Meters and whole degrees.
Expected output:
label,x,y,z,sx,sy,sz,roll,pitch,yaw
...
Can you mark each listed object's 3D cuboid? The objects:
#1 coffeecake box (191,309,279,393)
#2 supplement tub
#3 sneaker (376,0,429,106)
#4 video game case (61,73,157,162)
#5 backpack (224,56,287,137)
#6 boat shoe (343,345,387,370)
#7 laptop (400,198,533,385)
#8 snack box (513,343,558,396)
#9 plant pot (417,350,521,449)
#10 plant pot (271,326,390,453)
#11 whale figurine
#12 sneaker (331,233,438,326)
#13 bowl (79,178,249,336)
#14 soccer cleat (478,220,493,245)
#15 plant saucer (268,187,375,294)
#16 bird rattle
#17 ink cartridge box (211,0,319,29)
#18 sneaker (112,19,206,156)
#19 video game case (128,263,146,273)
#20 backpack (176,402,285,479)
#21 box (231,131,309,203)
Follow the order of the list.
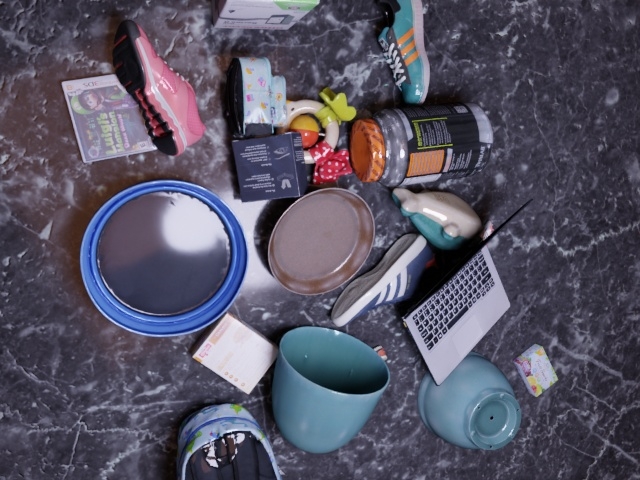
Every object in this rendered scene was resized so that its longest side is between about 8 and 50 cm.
label,x,y,z,sx,sy,sz,roll,pitch,yaw
coffeecake box,-0.223,0.292,1.380,0.185,0.068,0.142,40,85,-18
supplement tub,0.262,-0.255,1.387,0.339,0.207,0.206,-8,100,-16
sneaker,0.211,-0.507,1.396,0.121,0.108,0.301,-7,91,-16
video game case,-0.500,-0.295,1.242,0.173,0.022,0.190,-14,101,-15
backpack,-0.159,-0.351,1.264,0.145,0.166,0.188,-13,104,-17
boat shoe,0.125,0.345,1.511,0.137,0.049,0.043,-17,60,-12
laptop,0.437,0.155,1.417,0.382,0.236,0.407,-38,113,-25
snack box,0.705,0.424,1.702,0.100,0.037,0.141,-34,106,-12
plant pot,0.467,0.498,1.556,0.294,0.196,0.292,-2,97,-17
plant pot,0.005,0.404,1.362,0.293,0.293,0.234,11,109,-18
whale figurine,0.310,-0.058,1.444,0.272,0.216,0.141,14,122,-26
sneaker,0.192,0.142,1.459,0.350,0.131,0.148,-41,109,-6
bowl,-0.375,0.042,1.279,0.392,0.077,0.390,-5,103,-20
soccer cleat,0.500,-0.021,1.586,0.036,0.029,0.083,9,99,-22
plant saucer,0.000,0.000,1.381,0.311,0.050,0.310,-12,120,-22
bird rattle,-0.014,-0.275,1.369,0.207,0.143,0.253,7,108,-7
ink cartridge box,-0.136,-0.568,1.188,0.199,0.273,0.114,-5,101,-16
sneaker,-0.376,-0.363,1.234,0.136,0.116,0.313,-39,118,-41
video game case,-0.455,-0.020,1.294,0.143,0.019,0.157,-40,107,-8
backpack,-0.243,0.600,1.338,0.291,0.273,0.355,-15,123,-13
box,-0.123,-0.183,1.305,0.156,0.093,0.158,-5,100,15
